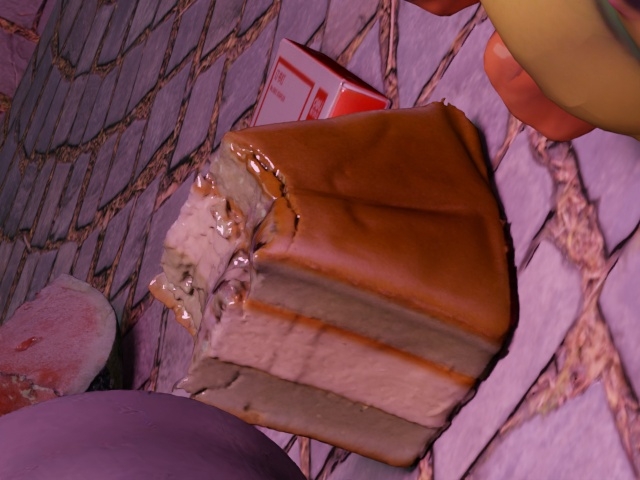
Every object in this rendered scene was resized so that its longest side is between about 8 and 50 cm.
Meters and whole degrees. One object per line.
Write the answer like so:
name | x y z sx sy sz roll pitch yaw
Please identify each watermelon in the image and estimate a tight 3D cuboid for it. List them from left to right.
watermelon | -0.296 0.189 1.882 0.256 0.176 0.260 -121 30 -76

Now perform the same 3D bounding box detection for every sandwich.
sandwich | 0.000 0.000 1.161 0.155 0.198 0.227 -58 23 35

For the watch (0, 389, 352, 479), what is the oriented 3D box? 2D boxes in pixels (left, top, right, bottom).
watch | -0.101 0.271 0.976 0.314 0.327 0.335 -119 50 -66

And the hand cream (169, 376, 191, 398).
hand cream | -0.074 0.219 1.391 0.124 0.078 0.340 -61 29 25

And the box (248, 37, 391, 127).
box | -0.011 -0.095 1.519 0.123 0.050 0.229 -67 19 10

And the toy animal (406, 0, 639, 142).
toy animal | 0.178 -0.141 0.815 0.191 0.216 0.338 -46 18 -11
